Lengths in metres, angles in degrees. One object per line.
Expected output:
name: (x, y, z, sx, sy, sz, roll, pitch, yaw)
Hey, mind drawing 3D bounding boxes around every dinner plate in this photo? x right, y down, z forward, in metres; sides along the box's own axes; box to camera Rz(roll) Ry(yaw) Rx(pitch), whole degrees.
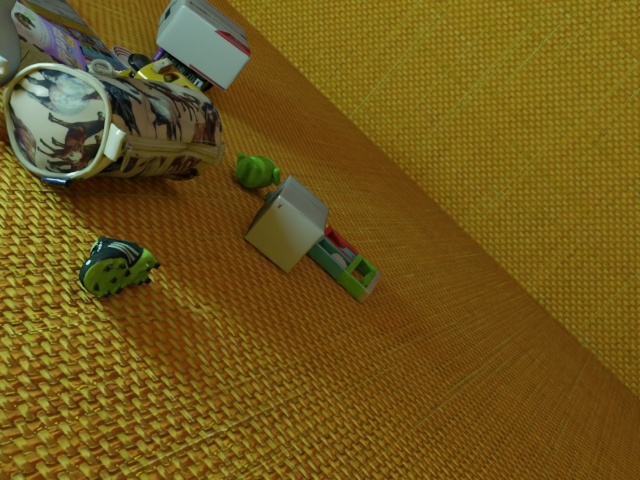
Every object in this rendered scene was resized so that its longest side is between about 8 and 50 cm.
dinner plate: (-0.388, -0.364, 1.953, 0.141, 0.017, 0.141, 39, 15, -12)

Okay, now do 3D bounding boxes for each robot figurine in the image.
robot figurine: (-0.130, -0.140, 1.873, 0.101, 0.067, 0.115, 21, 10, 17)

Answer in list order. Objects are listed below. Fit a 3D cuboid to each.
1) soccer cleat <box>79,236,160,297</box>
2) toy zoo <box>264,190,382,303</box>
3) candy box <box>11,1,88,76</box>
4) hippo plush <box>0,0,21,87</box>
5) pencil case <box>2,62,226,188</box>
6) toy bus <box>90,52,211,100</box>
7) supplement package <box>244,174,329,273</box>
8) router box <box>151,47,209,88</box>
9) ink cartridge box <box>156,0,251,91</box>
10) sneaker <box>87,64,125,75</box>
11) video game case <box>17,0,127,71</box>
soccer cleat: (-0.259, 0.028, 1.117, 0.072, 0.060, 0.179, 34, 7, 9)
toy zoo: (0.000, 0.000, 1.881, 0.293, 0.030, 0.192, 43, 15, 2)
candy box: (-0.481, -0.318, 1.484, 0.196, 0.070, 0.164, 32, 18, -35)
hippo plush: (-0.483, -0.317, 1.243, 0.294, 0.236, 0.234, 9, -4, -36)
pencil case: (-0.284, -0.163, 1.366, 0.184, 0.159, 0.410, 37, 14, 11)
toy bus: (-0.292, -0.273, 1.623, 0.202, 0.104, 0.190, 11, 47, -27)
supplement package: (-0.058, -0.033, 1.681, 0.105, 0.105, 0.179, 41, 14, -7)
router box: (-0.321, -0.415, 2.205, 0.133, 0.046, 0.179, 40, 15, -5)
ink cartridge box: (-0.282, -0.491, 2.203, 0.197, 0.114, 0.273, 34, 17, -21)
sneaker: (-0.366, -0.305, 1.726, 0.161, 0.075, 0.057, 28, 20, -43)
video game case: (-0.506, -0.417, 1.789, 0.285, 0.025, 0.204, 48, 16, 21)
